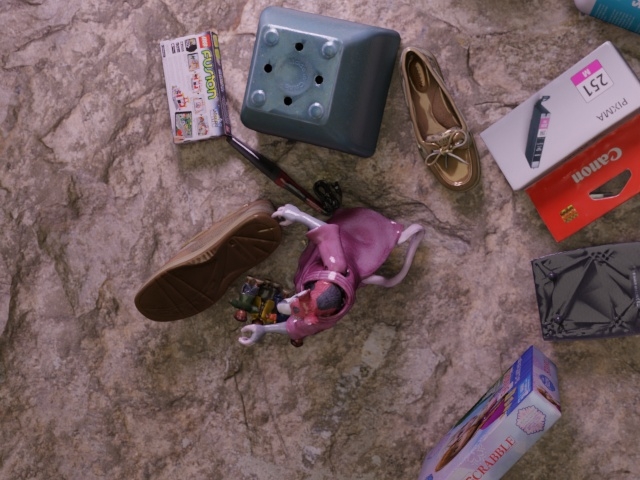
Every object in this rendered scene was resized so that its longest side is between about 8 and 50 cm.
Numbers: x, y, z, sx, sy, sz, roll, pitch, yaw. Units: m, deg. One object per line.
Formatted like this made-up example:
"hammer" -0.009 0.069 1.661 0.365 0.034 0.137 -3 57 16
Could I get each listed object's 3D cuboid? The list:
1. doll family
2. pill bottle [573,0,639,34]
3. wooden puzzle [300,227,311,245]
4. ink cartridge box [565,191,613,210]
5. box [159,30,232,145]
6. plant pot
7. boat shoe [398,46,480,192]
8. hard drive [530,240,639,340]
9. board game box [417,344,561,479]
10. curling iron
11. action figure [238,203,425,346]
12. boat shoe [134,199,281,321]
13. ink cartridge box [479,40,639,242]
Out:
"doll family" -0.086 0.145 1.668 0.193 0.076 0.111 20 96 7
"pill bottle" 0.532 -0.430 1.410 0.264 0.146 0.146 24 102 9
"wooden puzzle" 0.000 0.000 1.663 0.083 0.006 0.049 1 97 13
"ink cartridge box" 0.485 -0.071 1.516 0.083 0.048 0.028 -2 97 14
"box" -0.247 -0.299 1.658 0.114 0.036 0.207 -8 90 14
"plant pot" -0.016 -0.291 1.504 0.248 0.252 0.247 15 99 11
"boat shoe" 0.210 -0.219 1.542 0.104 0.089 0.285 -25 91 15
"hard drive" 0.523 0.089 1.525 0.254 0.054 0.172 -9 95 14
"board game box" 0.290 0.351 1.479 0.066 0.318 0.318 41 103 7
"curling iron" -0.071 -0.134 1.651 0.274 0.035 0.068 31 82 13
"action figure" 0.023 0.082 1.478 0.275 0.370 0.248 17 109 2
"boat shoe" -0.221 0.042 1.671 0.341 0.110 0.121 -32 118 11
"ink cartridge box" 0.453 -0.164 1.456 0.275 0.060 0.239 -36 73 27
